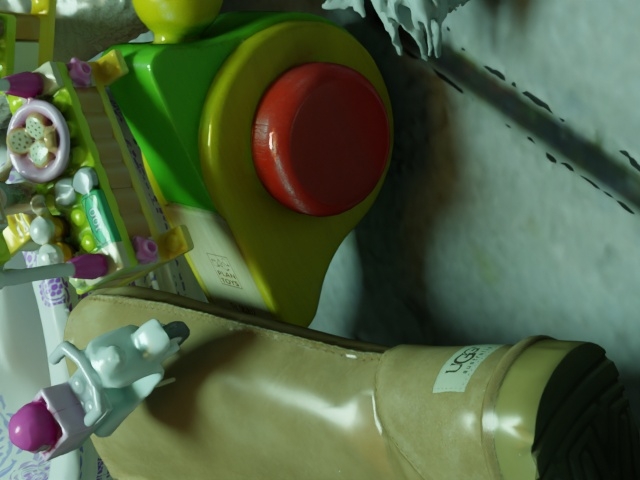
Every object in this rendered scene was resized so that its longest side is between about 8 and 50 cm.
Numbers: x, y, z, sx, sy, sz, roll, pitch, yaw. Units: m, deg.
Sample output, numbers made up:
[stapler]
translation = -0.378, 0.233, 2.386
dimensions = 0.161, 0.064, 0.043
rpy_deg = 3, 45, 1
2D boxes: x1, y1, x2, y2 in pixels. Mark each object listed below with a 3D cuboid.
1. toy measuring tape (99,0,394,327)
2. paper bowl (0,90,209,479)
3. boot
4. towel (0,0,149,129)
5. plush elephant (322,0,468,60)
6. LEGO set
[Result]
[toy measuring tape]
translation = 0.000, 0.000, 0.683
dimensions = 0.121, 0.121, 0.330
rpy_deg = 14, 136, 51
[paper bowl]
translation = -0.155, 0.037, 0.838
dimensions = 0.284, 0.148, 0.284
rpy_deg = 23, 120, 49
[boot]
translation = 0.024, 0.128, 0.616
dimensions = 0.269, 0.089, 0.236
rpy_deg = 1, 114, 44
[towel]
translation = -0.193, -0.193, 0.707
dimensions = 0.187, 0.049, 0.282
rpy_deg = -31, 81, 19
[plush elephant]
translation = -0.061, -0.232, 0.515
dimensions = 0.255, 0.272, 0.330
rpy_deg = 22, 147, 21
[LEGO set]
translation = -0.165, -0.046, 0.590
dimensions = 0.287, 0.107, 0.132
rpy_deg = 49, 120, 20
